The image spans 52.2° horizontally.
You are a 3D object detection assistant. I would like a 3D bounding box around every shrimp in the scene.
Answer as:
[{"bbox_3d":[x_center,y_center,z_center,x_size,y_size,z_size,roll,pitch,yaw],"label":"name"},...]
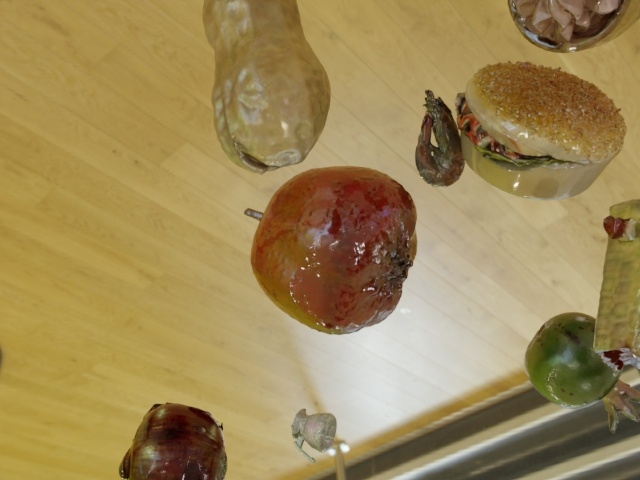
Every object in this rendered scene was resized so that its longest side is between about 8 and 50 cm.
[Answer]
[{"bbox_3d":[0.223,-0.192,1.240,0.101,0.042,0.190,-16,106,-8],"label":"shrimp"}]

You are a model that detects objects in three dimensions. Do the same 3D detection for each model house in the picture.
[{"bbox_3d":[0.430,0.071,0.783,0.253,0.196,0.160,20,165,-18],"label":"model house"}]

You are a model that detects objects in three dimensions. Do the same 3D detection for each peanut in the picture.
[{"bbox_3d":[-0.069,-0.219,0.785,0.149,0.313,0.149,-12,155,-6],"label":"peanut"}]

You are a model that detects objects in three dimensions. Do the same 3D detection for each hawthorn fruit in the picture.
[{"bbox_3d":[0.000,0.000,1.124,0.330,0.287,0.287,21,149,28],"label":"hawthorn fruit"}]

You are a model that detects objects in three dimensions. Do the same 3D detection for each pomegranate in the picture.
[{"bbox_3d":[0.485,0.239,1.190,0.224,0.181,0.181,41,129,3],"label":"pomegranate"}]

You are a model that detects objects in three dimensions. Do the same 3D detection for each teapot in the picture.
[{"bbox_3d":[-0.014,0.318,1.074,0.064,0.083,0.064,10,157,23],"label":"teapot"}]

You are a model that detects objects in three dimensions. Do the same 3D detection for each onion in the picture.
[{"bbox_3d":[-0.153,0.232,0.676,0.118,0.119,0.117,-5,112,-4],"label":"onion"}]

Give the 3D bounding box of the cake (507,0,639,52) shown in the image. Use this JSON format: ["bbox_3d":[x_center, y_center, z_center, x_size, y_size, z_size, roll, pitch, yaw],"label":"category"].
[{"bbox_3d":[0.342,-0.366,0.895,0.178,0.185,0.208,-5,110,-50],"label":"cake"}]

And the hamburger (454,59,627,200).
[{"bbox_3d":[0.389,-0.206,1.161,0.301,0.302,0.170,-1,134,-8],"label":"hamburger"}]
